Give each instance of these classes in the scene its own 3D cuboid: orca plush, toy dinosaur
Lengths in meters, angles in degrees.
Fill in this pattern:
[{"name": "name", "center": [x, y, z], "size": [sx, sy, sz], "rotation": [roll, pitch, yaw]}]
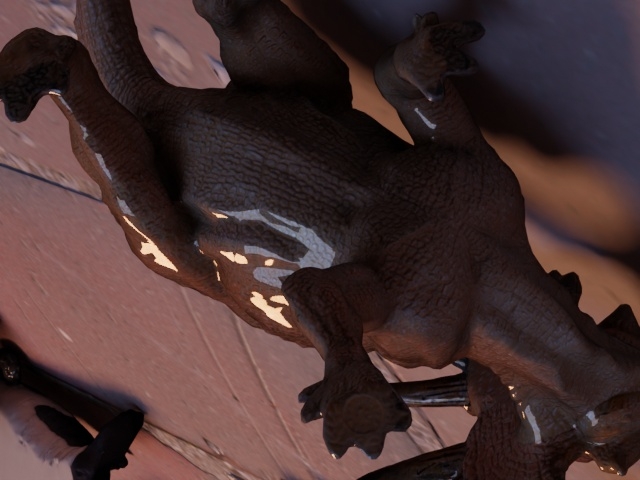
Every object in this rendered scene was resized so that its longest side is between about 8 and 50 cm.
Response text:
[{"name": "orca plush", "center": [-0.192, 0.152, 1.439], "size": [0.287, 0.102, 0.151], "rotation": [-21, 74, 58]}, {"name": "toy dinosaur", "center": [0.000, 0.000, 0.632], "size": [0.295, 0.127, 0.200], "rotation": [38, 169, 21]}]
